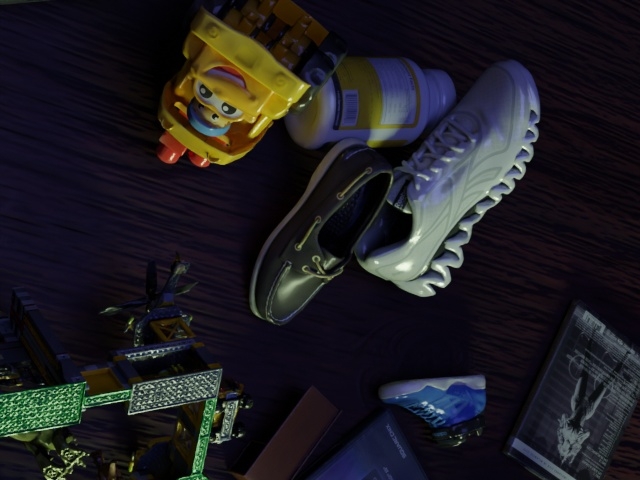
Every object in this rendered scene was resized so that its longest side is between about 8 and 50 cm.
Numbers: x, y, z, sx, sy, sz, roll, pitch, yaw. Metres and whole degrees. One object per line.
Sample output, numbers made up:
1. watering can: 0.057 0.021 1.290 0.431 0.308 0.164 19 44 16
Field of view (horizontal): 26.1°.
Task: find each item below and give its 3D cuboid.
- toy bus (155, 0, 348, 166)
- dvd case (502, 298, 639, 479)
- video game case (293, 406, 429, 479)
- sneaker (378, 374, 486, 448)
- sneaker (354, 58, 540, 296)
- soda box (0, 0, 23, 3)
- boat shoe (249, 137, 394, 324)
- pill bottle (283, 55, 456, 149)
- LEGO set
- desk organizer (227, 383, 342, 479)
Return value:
1. toy bus: -0.095 -0.150 1.383 0.149 0.220 0.211 38 109 -5
2. dvd case: 0.335 0.212 1.774 0.164 0.018 0.221 36 72 -28
3. video game case: 0.021 0.350 1.581 0.274 0.026 0.196 -37 109 -26
4. sneaker: 0.136 0.204 1.627 0.152 0.058 0.084 1 82 -38
5. sneaker: 0.140 -0.073 1.534 0.118 0.110 0.292 18 108 -38
6. soda box: -0.307 -0.274 1.320 0.286 0.098 0.091 -12 98 -32
7. boat shoe: 0.000 0.000 1.492 0.081 0.069 0.227 20 104 -42
8. pill bottle: 0.057 -0.155 1.543 0.184 0.103 0.103 -4 93 -32
9. LEGO set: -0.256 0.158 1.350 0.331 0.192 0.255 -14 128 -28
10. desk organizer: -0.040 0.222 1.527 0.050 0.047 0.130 46 69 -21
